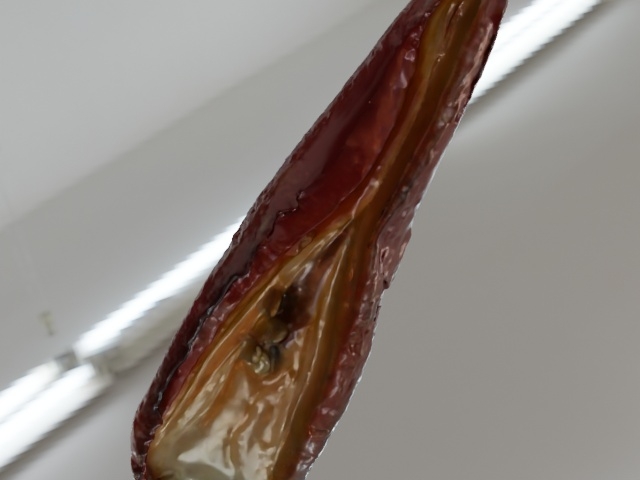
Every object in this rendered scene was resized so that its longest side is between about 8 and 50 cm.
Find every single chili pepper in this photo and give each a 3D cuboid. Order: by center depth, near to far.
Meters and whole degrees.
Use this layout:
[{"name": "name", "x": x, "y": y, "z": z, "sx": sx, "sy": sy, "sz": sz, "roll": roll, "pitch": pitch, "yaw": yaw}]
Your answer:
[{"name": "chili pepper", "x": 0.000, "y": 0.000, "z": 0.367, "sx": 0.045, "sy": 0.178, "sz": 0.027, "roll": 21, "pitch": -159, "yaw": -16}]
